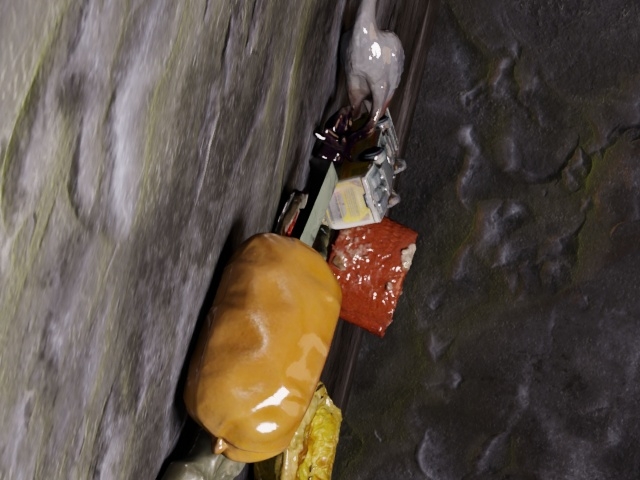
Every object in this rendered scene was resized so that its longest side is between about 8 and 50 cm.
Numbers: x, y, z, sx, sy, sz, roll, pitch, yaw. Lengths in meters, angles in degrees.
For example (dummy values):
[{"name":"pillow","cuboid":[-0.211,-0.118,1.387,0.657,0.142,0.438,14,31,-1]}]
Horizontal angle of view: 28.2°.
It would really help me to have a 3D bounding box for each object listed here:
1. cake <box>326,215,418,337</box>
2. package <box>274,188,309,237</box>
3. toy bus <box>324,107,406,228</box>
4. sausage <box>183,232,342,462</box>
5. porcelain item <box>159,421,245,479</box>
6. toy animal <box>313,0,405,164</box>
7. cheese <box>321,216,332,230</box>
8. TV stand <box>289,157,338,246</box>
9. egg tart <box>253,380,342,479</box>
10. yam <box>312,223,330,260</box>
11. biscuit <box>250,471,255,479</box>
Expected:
[{"name":"cake","cuboid":[0.071,0.043,2.068,0.177,0.151,0.283,-64,179,1]},{"name":"package","cuboid":[-0.037,0.007,1.716,0.239,0.030,0.154,-11,113,-82]},{"name":"toy bus","cuboid":[0.062,-0.109,1.891,0.268,0.106,0.092,-74,149,-61]},{"name":"sausage","cuboid":[-0.060,0.110,1.307,0.120,0.136,0.241,-30,-140,56]},{"name":"porcelain item","cuboid":[-0.134,0.252,1.292,0.216,0.069,0.081,-54,162,-61]},{"name":"toy animal","cuboid":[0.068,-0.260,1.787,0.195,0.090,0.324,-30,133,-68]},{"name":"cheese","cuboid":[0.029,-0.096,2.033,0.192,0.037,0.097,-67,170,-51]},{"name":"TV stand","cuboid":[-0.037,0.017,1.573,0.049,0.040,0.256,68,40,-59]},{"name":"egg tart","cuboid":[-0.040,0.329,1.974,0.241,0.106,0.241,6,90,-73]},{"name":"yam","cuboid":[0.000,0.002,1.705,0.029,0.027,0.234,-46,-175,7]},{"name":"biscuit","cuboid":[-0.116,0.502,2.031,0.216,0.047,0.340,90,16,-70]}]
